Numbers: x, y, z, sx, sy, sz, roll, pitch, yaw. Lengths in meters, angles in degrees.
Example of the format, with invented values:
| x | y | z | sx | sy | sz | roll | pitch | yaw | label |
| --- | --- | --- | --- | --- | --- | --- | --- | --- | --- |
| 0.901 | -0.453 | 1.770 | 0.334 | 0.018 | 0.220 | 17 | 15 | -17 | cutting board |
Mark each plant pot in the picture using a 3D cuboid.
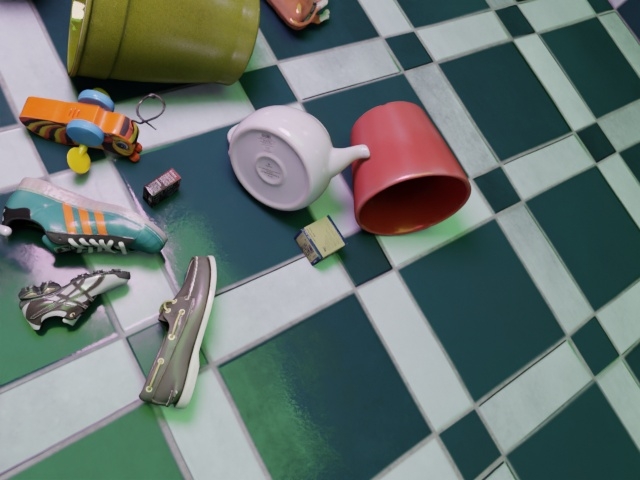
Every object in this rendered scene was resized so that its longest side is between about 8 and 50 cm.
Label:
| x | y | z | sx | sy | sz | roll | pitch | yaw | label |
| --- | --- | --- | --- | --- | --- | --- | --- | --- | --- |
| 0.192 | -0.180 | 1.244 | 0.275 | 0.275 | 0.243 | -1 | 62 | -21 | plant pot |
| -0.337 | -0.501 | 1.132 | 0.353 | 0.366 | 0.366 | 6 | 67 | -32 | plant pot |

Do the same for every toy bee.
| x | y | z | sx | sy | sz | roll | pitch | yaw | label |
| --- | --- | --- | --- | --- | --- | --- | --- | --- | --- |
| -0.454 | -0.218 | 1.079 | 0.299 | 0.162 | 0.195 | 24 | 69 | 17 | toy bee |

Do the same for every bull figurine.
| x | y | z | sx | sy | sz | roll | pitch | yaw | label |
| --- | --- | --- | --- | --- | --- | --- | --- | --- | --- |
| -0.104 | -0.706 | 1.413 | 0.189 | 0.101 | 0.310 | -30 | 82 | -30 | bull figurine |

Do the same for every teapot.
| x | y | z | sx | sy | sz | roll | pitch | yaw | label |
| --- | --- | --- | --- | --- | --- | --- | --- | --- | --- |
| -0.070 | -0.204 | 1.167 | 0.256 | 0.253 | 0.187 | 48 | 48 | -11 | teapot |

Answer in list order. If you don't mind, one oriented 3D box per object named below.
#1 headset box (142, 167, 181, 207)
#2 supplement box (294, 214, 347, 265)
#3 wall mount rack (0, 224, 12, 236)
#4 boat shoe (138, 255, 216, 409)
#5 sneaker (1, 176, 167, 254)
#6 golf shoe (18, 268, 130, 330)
| x | y | z | sx | sy | sz | roll | pitch | yaw | label |
| --- | --- | --- | --- | --- | --- | --- | --- | --- | --- |
| -0.339 | -0.115 | 1.113 | 0.032 | 0.062 | 0.083 | 47 | 62 | 1 | headset box |
| 0.000 | 0.000 | 1.200 | 0.083 | 0.056 | 0.083 | -30 | 82 | -28 | supplement box |
| -0.727 | 0.006 | 0.879 | 0.304 | 0.130 | 0.349 | 32 | 63 | -7 | wall mount rack |
| -0.272 | 0.165 | 1.002 | 0.091 | 0.109 | 0.304 | 16 | 69 | -20 | boat shoe |
| -0.460 | -0.015 | 1.009 | 0.303 | 0.108 | 0.120 | 19 | 65 | -4 | sneaker |
| -0.457 | 0.110 | 0.981 | 0.198 | 0.077 | 0.093 | -15 | 87 | -18 | golf shoe |
